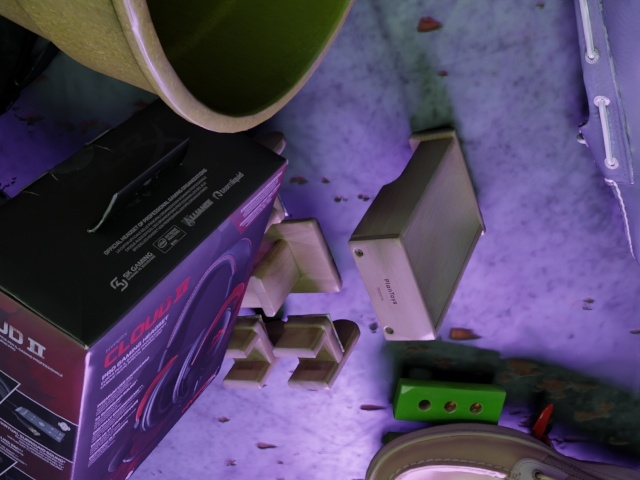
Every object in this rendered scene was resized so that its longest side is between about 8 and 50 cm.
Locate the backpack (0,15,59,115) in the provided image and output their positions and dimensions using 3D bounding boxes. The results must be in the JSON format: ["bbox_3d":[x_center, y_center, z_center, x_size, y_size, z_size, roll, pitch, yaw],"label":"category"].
[{"bbox_3d":[-0.263,-0.175,0.628,0.115,0.152,0.182,32,128,-4],"label":"backpack"}]

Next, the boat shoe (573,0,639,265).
[{"bbox_3d":[0.264,-0.107,0.680,0.099,0.116,0.319,21,141,41],"label":"boat shoe"}]

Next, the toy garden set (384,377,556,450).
[{"bbox_3d":[0.163,0.250,0.904,0.204,0.049,0.244,5,116,-6],"label":"toy garden set"}]

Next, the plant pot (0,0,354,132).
[{"bbox_3d":[-0.156,-0.280,0.419,0.353,0.366,0.366,19,121,13],"label":"plant pot"}]

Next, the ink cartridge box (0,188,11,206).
[{"bbox_3d":[-0.334,-0.076,0.652,0.060,0.239,0.275,-47,111,-5],"label":"ink cartridge box"}]

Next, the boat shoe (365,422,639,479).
[{"bbox_3d":[0.213,0.271,0.827,0.341,0.110,0.121,12,115,-10],"label":"boat shoe"}]

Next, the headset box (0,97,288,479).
[{"bbox_3d":[-0.144,0.051,0.590,0.110,0.218,0.293,31,133,10],"label":"headset box"}]

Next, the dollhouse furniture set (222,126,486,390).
[{"bbox_3d":[0.000,0.000,0.738,0.242,0.161,0.212,-4,123,31],"label":"dollhouse furniture set"}]
